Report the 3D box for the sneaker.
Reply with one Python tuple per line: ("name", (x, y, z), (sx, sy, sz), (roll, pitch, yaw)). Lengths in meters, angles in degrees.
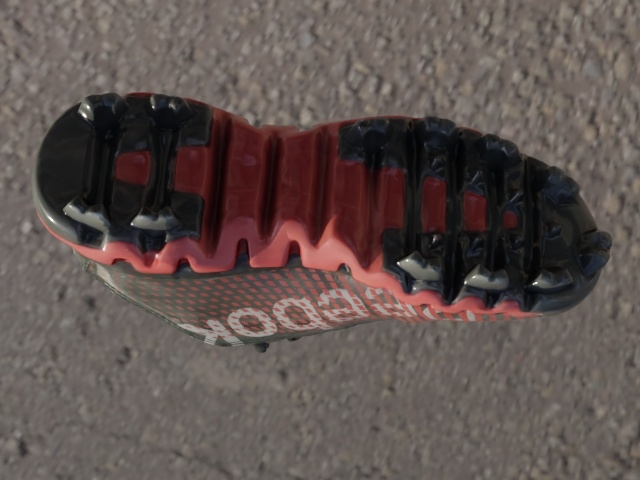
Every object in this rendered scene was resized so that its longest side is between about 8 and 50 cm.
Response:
("sneaker", (0.000, 0.000, 0.754), (0.276, 0.098, 0.135), (7, 153, 1))
